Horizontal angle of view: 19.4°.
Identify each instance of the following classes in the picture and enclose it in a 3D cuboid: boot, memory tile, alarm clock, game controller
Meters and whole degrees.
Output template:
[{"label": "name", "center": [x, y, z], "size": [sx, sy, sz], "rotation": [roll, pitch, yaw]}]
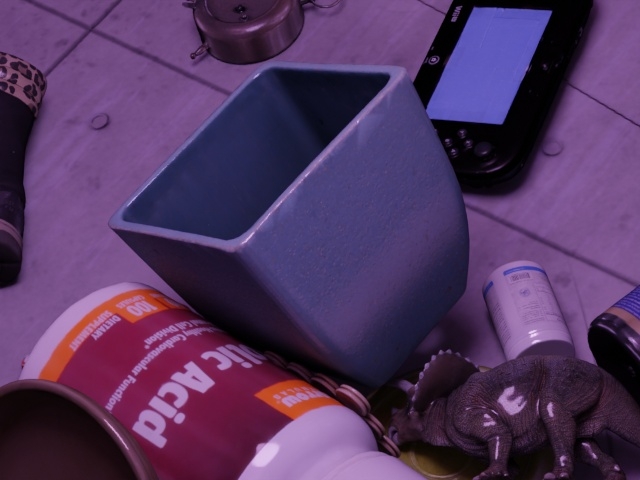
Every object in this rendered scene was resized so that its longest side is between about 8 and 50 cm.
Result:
[{"label": "boot", "center": [-0.503, -0.089, 2.155], "size": [0.377, 0.138, 0.284], "rotation": [1, 54, 10]}, {"label": "memory tile", "center": [0.011, 0.159, 1.807], "size": [0.148, 0.113, 0.012], "rotation": [21, 62, 45]}, {"label": "alarm clock", "center": [-0.069, -0.282, 2.249], "size": [0.192, 0.064, 0.129], "rotation": [-10, 51, 2]}, {"label": "game controller", "center": [0.192, -0.190, 2.107], "size": [0.166, 0.067, 0.319], "rotation": [12, 56, 22]}]

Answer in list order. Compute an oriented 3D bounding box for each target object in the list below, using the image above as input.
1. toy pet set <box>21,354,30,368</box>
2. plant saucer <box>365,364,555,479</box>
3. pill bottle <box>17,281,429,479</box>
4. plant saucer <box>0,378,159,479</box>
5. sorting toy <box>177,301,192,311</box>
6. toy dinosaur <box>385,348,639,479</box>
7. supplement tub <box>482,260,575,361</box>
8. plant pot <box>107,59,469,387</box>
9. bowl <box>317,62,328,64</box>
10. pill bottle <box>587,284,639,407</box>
[{"label": "toy pet set", "center": [-0.335, 0.172, 1.958], "size": [0.122, 0.065, 0.114], "rotation": [-37, 53, -14]}, {"label": "plant saucer", "center": [0.123, 0.213, 1.832], "size": [0.241, 0.037, 0.241], "rotation": [-6, 52, 8]}, {"label": "pill bottle", "center": [-0.087, 0.217, 1.757], "size": [0.392, 0.224, 0.224], "rotation": [29, 65, 32]}, {"label": "plant saucer", "center": [-0.232, 0.259, 1.714], "size": [0.278, 0.278, 0.041], "rotation": [31, 28, 31]}, {"label": "sorting toy", "center": [-0.160, 0.103, 1.983], "size": [0.061, 0.042, 0.102], "rotation": [-19, 51, -1]}, {"label": "toy dinosaur", "center": [0.204, 0.163, 1.751], "size": [0.313, 0.121, 0.160], "rotation": [-9, 60, 11]}, {"label": "supplement tub", "center": [0.210, 0.080, 1.891], "size": [0.071, 0.071, 0.107], "rotation": [-17, 52, 1]}, {"label": "plant pot", "center": [0.000, 0.000, 1.820], "size": [0.247, 0.252, 0.248], "rotation": [-48, 30, -21]}, {"label": "bowl", "center": [-0.033, -0.144, 2.137], "size": [0.142, 0.053, 0.142], "rotation": [-14, 50, 5]}, {"label": "pill bottle", "center": [0.379, 0.069, 1.824], "size": [0.219, 0.123, 0.123], "rotation": [-35, 53, -14]}]
